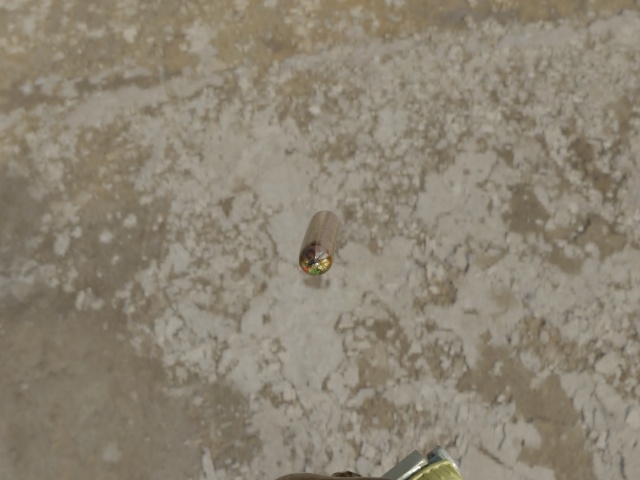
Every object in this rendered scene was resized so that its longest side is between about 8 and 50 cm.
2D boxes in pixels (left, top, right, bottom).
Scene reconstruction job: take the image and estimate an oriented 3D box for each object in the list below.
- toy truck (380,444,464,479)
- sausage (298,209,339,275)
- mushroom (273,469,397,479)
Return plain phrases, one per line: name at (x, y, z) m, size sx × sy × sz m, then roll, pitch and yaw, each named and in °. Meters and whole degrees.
toy truck at (0.172, 0.381, 1.203) m, size 0.124 × 0.272 × 0.157 m, roll -35°, pitch 20°, yaw -9°
sausage at (0.000, 0.000, 0.443) m, size 0.015 × 0.015 × 0.100 m, roll -3°, pitch 11°, yaw 3°
mushroom at (0.032, 0.341, 1.054) m, size 0.253 × 0.253 × 0.153 m, roll 11°, pitch 36°, yaw 13°
